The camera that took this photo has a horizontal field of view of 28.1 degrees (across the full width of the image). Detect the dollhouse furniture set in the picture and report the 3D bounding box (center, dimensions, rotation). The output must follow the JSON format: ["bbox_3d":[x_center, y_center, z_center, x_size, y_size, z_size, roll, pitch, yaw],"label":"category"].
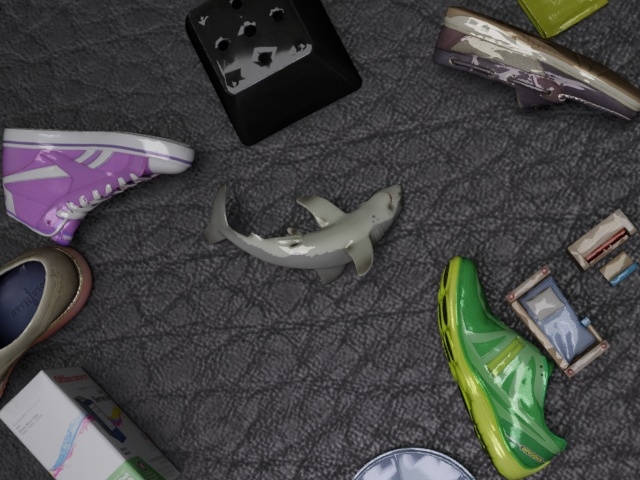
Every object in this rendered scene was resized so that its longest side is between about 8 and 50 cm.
[{"bbox_3d":[0.345,0.066,1.619,0.183,0.129,0.129,-39,81,4],"label":"dollhouse furniture set"}]

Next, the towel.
[{"bbox_3d":[0.282,-0.391,1.719,0.102,0.021,0.237,-32,82,6],"label":"towel"}]

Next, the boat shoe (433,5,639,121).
[{"bbox_3d":[0.282,-0.215,1.672,0.285,0.103,0.092,25,109,5],"label":"boat shoe"}]

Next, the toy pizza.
[{"bbox_3d":[0.124,0.373,1.679,0.201,0.032,0.201,-1,84,9],"label":"toy pizza"}]

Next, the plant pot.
[{"bbox_3d":[-0.077,-0.258,1.692,0.188,0.167,0.187,-27,82,7],"label":"plant pot"}]

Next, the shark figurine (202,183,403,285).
[{"bbox_3d":[-0.023,0.015,1.701,0.278,0.116,0.166,-5,51,1],"label":"shark figurine"}]

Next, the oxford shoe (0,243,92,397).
[{"bbox_3d":[-0.485,0.153,1.732,0.140,0.146,0.397,41,93,9],"label":"oxford shoe"}]

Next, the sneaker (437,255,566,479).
[{"bbox_3d":[0.232,0.156,1.652,0.123,0.109,0.296,-20,88,-4],"label":"sneaker"}]

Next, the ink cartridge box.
[{"bbox_3d":[-0.303,0.271,1.691,0.212,0.154,0.093,44,93,10],"label":"ink cartridge box"}]

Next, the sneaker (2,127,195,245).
[{"bbox_3d":[-0.304,-0.071,1.753,0.282,0.102,0.161,2,89,20],"label":"sneaker"}]
